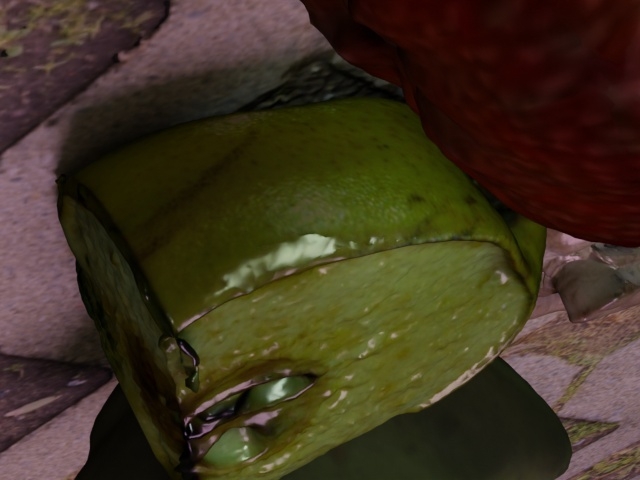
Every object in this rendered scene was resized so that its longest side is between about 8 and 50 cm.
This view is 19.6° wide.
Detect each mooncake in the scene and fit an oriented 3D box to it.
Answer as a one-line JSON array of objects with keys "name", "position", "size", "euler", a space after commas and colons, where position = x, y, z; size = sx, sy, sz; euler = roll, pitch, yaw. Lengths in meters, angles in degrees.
[{"name": "mooncake", "position": [0.000, 0.195, 1.227], "size": [0.351, 0.351, 0.187], "euler": [-7, 158, -37]}]

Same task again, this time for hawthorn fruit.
[{"name": "hawthorn fruit", "position": [0.111, -0.147, 0.601], "size": [0.300, 0.275, 0.275], "euler": [-42, 154, 22]}]

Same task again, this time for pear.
[{"name": "pear", "position": [0.000, 0.000, 1.009], "size": [0.255, 0.164, 0.238], "euler": [-24, 151, -11]}]

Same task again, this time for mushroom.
[{"name": "mushroom", "position": [0.165, -0.006, 1.203], "size": [0.166, 0.127, 0.166], "euler": [-15, 164, -4]}]
